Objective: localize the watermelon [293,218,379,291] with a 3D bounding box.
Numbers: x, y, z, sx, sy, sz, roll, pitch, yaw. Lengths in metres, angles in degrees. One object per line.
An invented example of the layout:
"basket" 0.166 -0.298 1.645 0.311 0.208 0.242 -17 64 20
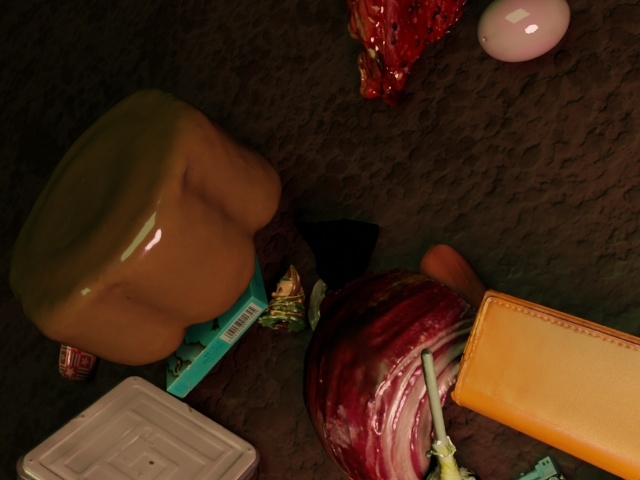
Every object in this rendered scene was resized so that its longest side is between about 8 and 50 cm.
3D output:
"watermelon" 0.020 -0.010 1.183 0.121 0.098 0.158 -44 49 14

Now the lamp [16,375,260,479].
"lamp" -0.262 0.333 1.108 0.269 0.266 0.047 26 121 16

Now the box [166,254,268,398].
"box" -0.180 0.136 1.258 0.226 0.042 0.161 -47 28 16

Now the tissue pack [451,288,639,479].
"tissue pack" 0.315 0.174 0.831 0.275 0.194 0.145 18 83 40

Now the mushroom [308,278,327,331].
"mushroom" 0.002 0.109 1.193 0.049 0.019 0.101 -17 64 29

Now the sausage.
"sausage" 0.198 0.085 1.027 0.077 0.077 0.194 -42 54 15

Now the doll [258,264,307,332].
"doll" -0.043 0.098 1.211 0.077 0.078 0.113 28 63 -2

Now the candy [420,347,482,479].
"candy" 0.146 0.246 0.881 0.083 0.305 0.091 -9 34 9

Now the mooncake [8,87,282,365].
"mooncake" -0.296 -0.018 1.255 0.467 0.262 0.466 -27 43 28

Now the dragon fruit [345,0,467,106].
"dragon fruit" 0.080 -0.412 1.199 0.228 0.286 0.329 31 100 36

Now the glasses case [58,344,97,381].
"glasses case" -0.468 0.179 1.471 0.049 0.073 0.194 -3 70 44

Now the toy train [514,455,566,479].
"toy train" 0.261 0.306 0.926 0.092 0.029 0.045 -37 47 20

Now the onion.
"onion" 0.047 0.186 1.026 0.280 0.146 0.314 18 98 47

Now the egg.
"egg" 0.297 -0.316 1.093 0.135 0.103 0.103 -11 66 31
